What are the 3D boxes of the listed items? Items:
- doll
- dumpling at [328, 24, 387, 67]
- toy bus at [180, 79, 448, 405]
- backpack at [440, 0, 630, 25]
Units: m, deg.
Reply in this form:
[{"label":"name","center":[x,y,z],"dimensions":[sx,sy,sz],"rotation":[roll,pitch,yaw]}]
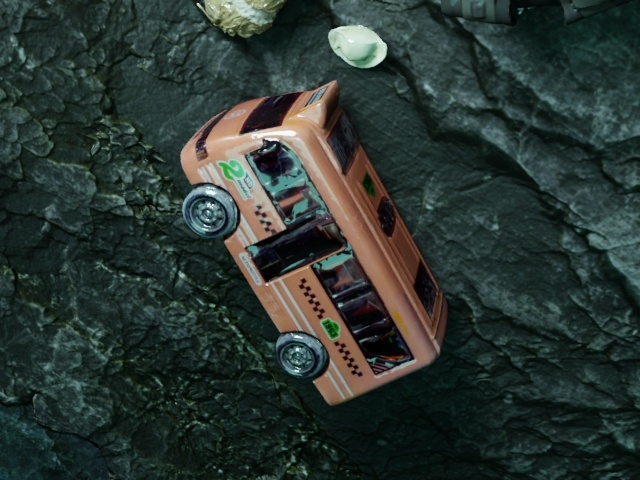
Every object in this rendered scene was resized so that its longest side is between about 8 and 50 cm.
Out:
[{"label":"doll","center":[-0.063,-0.353,1.207],"dimensions":[0.221,0.115,0.105],"rotation":[-41,89,24]},{"label":"dumpling","center":[0.049,-0.255,1.258],"dimensions":[0.077,0.043,0.059],"rotation":[0,135,0]},{"label":"toy bus","center":[0.000,0.000,1.316],"dimensions":[0.233,0.203,0.427],"rotation":[-23,109,22]},{"label":"backpack","center":[0.226,-0.448,0.984],"dimensions":[0.363,0.255,0.445],"rotation":[-2,119,25]}]
